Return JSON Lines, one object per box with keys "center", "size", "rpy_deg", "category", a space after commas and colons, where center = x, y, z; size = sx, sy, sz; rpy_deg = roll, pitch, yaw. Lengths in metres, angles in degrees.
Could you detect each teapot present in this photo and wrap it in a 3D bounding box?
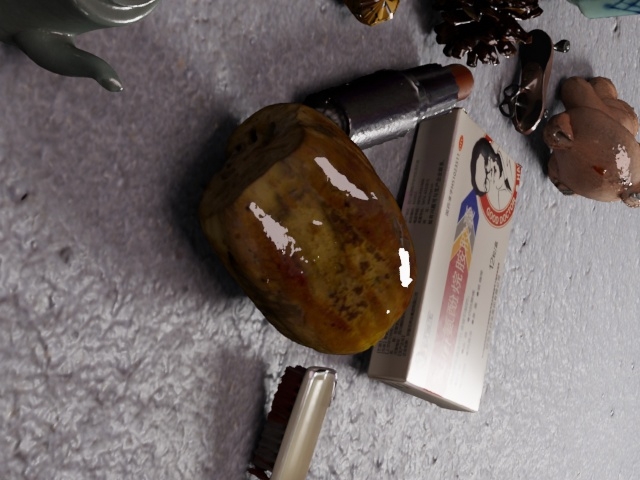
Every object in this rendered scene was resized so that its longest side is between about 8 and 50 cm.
{"center": [-0.168, -0.230, 0.748], "size": [0.162, 0.149, 0.239], "rpy_deg": [1, 97, -54], "category": "teapot"}

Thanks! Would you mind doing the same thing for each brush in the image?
{"center": [-0.058, 0.286, 1.122], "size": [0.060, 0.050, 0.321], "rpy_deg": [13, 94, -58], "category": "brush"}

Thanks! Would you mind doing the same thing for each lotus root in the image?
{"center": [-0.006, -0.003, 1.029], "size": [0.193, 0.193, 0.291], "rpy_deg": [-60, 138, -27], "category": "lotus root"}

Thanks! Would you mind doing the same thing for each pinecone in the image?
{"center": [0.199, -0.279, 1.286], "size": [0.140, 0.140, 0.121], "rpy_deg": [-32, 156, -47], "category": "pinecone"}

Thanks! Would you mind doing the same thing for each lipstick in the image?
{"center": [0.086, -0.159, 1.187], "size": [0.299, 0.081, 0.081], "rpy_deg": [-27, 119, -48], "category": "lipstick"}

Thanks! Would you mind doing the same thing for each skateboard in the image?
{"center": [0.304, -0.231, 1.505], "size": [0.080, 0.067, 0.151], "rpy_deg": [10, 93, -46], "category": "skateboard"}

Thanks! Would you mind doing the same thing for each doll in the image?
{"center": [0.438, -0.159, 1.672], "size": [0.201, 0.156, 0.303], "rpy_deg": [42, 31, -5], "category": "doll"}

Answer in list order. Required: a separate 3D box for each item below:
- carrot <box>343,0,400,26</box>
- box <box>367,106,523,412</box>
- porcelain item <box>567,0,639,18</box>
{"center": [0.031, -0.337, 1.083], "size": [0.069, 0.069, 0.229], "rpy_deg": [-50, 133, -37], "category": "carrot"}
{"center": [0.170, 0.031, 1.344], "size": [0.214, 0.069, 0.353], "rpy_deg": [30, 67, -53], "category": "box"}
{"center": [0.499, -0.461, 1.532], "size": [0.281, 0.285, 0.157], "rpy_deg": [-58, 134, -33], "category": "porcelain item"}
